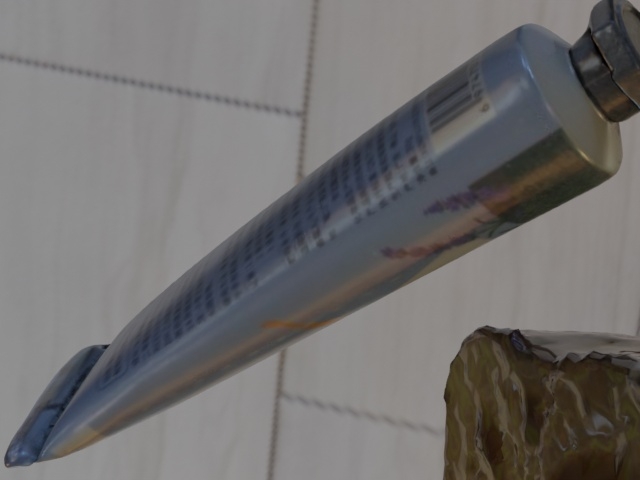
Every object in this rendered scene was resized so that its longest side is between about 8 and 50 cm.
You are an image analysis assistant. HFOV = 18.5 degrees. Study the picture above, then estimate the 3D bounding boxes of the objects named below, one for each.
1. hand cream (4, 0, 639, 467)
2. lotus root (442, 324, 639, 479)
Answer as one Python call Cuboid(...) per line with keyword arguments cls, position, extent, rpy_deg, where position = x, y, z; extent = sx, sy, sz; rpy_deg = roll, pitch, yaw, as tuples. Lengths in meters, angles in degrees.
Cuboid(cls="hand cream", position=(0.000, 0.000, 0.644), extent=(0.256, 0.088, 0.055), rpy_deg=(-30, 107, 25))
Cuboid(cls="lotus root", position=(0.189, 0.192, 0.753), extent=(0.250, 0.316, 0.316), rpy_deg=(7, 117, -17))
